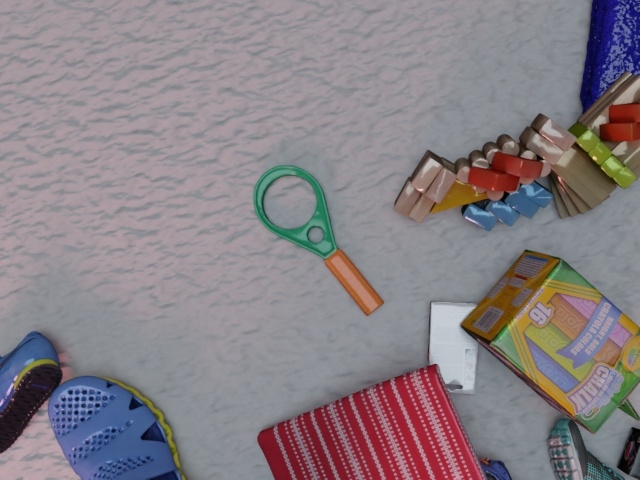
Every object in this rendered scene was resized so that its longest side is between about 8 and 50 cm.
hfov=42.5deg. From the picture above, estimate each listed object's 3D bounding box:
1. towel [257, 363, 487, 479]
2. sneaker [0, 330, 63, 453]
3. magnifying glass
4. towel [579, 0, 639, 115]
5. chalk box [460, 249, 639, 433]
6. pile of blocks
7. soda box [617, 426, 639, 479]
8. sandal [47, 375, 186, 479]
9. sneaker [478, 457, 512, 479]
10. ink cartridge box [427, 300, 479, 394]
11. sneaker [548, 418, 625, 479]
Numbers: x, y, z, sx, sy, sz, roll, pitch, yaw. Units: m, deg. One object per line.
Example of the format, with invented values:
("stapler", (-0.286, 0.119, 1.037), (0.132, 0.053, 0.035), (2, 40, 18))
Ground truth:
("towel", (0.063, 0.282, 0.991), (0.275, 0.031, 0.199), (-27, 83, 27))
("sneaker", (-0.420, 0.209, 1.078), (0.209, 0.069, 0.082), (-48, 51, 8))
("magnifying glass", (0.000, 0.000, 1.076), (0.092, 0.026, 0.231), (-39, 82, 0))
("towel", (0.495, -0.240, 1.029), (0.308, 0.076, 0.228), (7, 86, 5))
("chalk box", (0.300, 0.130, 0.978), (0.213, 0.132, 0.132), (40, 89, -7))
("pile of blocks", (0.265, -0.079, 0.993), (0.362, 0.112, 0.149), (-21, 100, 12))
("soda box", (0.457, 0.288, 1.002), (0.169, 0.053, 0.060), (22, 87, 5))
("sandal", (-0.229, 0.300, 1.013), (0.126, 0.138, 0.317), (-41, 82, 2))
("sneaker", (0.185, 0.299, 1.018), (0.221, 0.083, 0.087), (39, 69, 7))
("ink cartridge box", (0.169, 0.136, 1.048), (0.063, 0.029, 0.115), (3, 87, 4))
("sneaker", (0.337, 0.296, 1.016), (0.076, 0.065, 0.166), (-17, 88, -14))
